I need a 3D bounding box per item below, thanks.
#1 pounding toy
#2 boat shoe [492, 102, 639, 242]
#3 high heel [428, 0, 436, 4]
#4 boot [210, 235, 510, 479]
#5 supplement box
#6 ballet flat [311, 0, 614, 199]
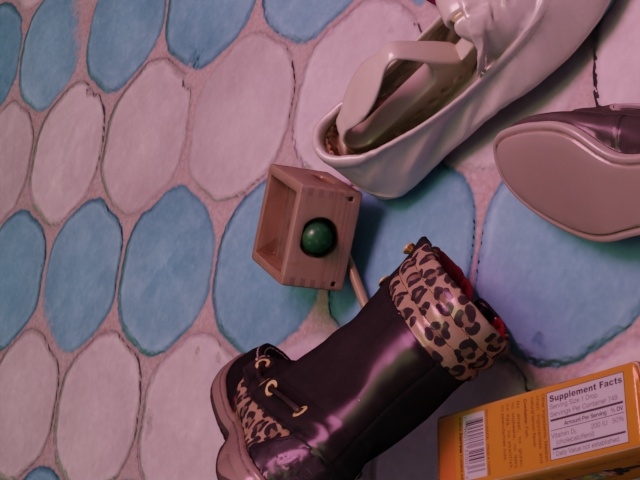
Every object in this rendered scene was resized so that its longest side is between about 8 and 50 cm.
[{"bbox_3d":[0.000,0.000,1.466,0.141,0.100,0.130,-143,63,-65],"label":"pounding toy"},{"bbox_3d":[0.285,-0.061,1.140,0.335,0.095,0.112,11,123,56],"label":"boat shoe"},{"bbox_3d":[0.083,-0.324,1.445,0.082,0.117,0.244,-55,41,24],"label":"high heel"},{"bbox_3d":[0.032,0.124,1.326,0.284,0.138,0.377,-43,8,6],"label":"boot"},{"bbox_3d":[0.206,0.169,1.156,0.233,0.078,0.080,-22,59,46],"label":"supplement box"},{"bbox_3d":[0.134,-0.183,1.322,0.400,0.139,0.139,-44,47,34],"label":"ballet flat"}]
